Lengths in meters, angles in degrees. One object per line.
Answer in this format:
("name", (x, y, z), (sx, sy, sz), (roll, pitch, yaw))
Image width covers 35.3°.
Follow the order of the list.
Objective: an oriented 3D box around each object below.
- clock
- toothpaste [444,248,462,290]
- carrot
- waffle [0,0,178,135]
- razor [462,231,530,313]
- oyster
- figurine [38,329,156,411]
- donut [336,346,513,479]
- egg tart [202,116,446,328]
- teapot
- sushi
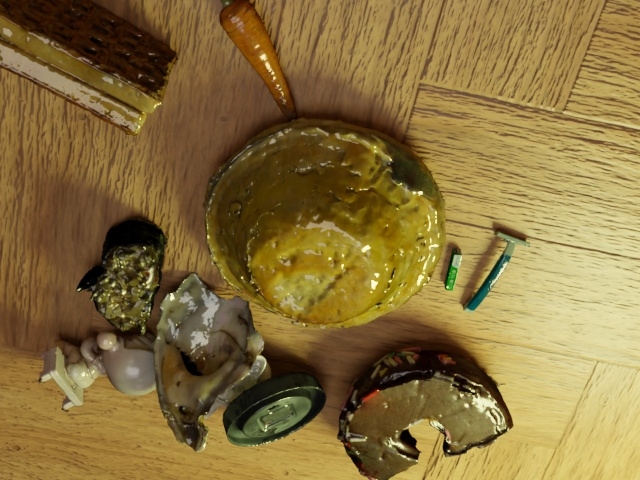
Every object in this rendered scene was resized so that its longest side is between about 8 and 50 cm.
("clock", (-0.093, 0.337, 2.006), (0.214, 0.042, 0.215), (-20, 148, -13))
("toothpaste", (0.248, 0.056, 1.878), (0.017, 0.020, 0.083), (7, 124, -4))
("carrot", (-0.093, -0.294, 1.646), (0.061, 0.061, 0.257), (-21, 122, 16))
("waffle", (-0.381, -0.302, 1.561), (0.308, 0.213, 0.091), (29, 118, -14))
("razor", (0.317, 0.069, 1.873), (0.068, 0.037, 0.191), (20, 122, -11))
("oyster", (-0.221, 0.223, 1.902), (0.271, 0.275, 0.100), (-42, 158, 10))
("figurine", (-0.406, 0.244, 1.967), (0.256, 0.144, 0.182), (-10, 119, 6))
("donut", (0.182, 0.335, 2.001), (0.345, 0.136, 0.259), (-31, 115, 20))
("egg tart", (0.000, 0.000, 1.761), (0.443, 0.178, 0.443), (2, 124, 4))
("teapot", (-0.174, 0.274, 2.003), (0.145, 0.092, 0.226), (30, 121, -13))
("sushi", (-0.366, 0.064, 1.860), (0.147, 0.115, 0.213), (18, 123, -9))
